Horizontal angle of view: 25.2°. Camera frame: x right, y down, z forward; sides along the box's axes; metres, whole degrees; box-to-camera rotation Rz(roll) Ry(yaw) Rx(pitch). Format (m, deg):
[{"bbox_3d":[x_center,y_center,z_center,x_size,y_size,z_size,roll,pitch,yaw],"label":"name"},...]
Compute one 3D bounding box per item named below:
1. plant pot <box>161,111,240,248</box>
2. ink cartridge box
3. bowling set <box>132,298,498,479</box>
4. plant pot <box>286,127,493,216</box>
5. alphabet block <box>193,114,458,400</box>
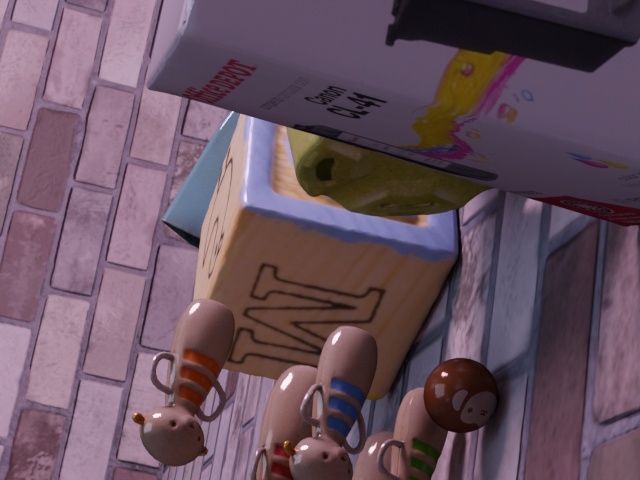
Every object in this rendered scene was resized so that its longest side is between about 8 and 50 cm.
[{"bbox_3d":[-0.030,-0.076,1.531,0.234,0.165,0.166,-64,-10,-5],"label":"plant pot"},{"bbox_3d":[0.078,-0.106,0.730,0.226,0.306,0.131,177,106,-79],"label":"ink cartridge box"},{"bbox_3d":[0.021,0.155,1.036,0.200,0.287,0.154,-18,46,45],"label":"bowling set"},{"bbox_3d":[0.062,-0.165,1.093,0.276,0.276,0.254,125,145,-62],"label":"plant pot"},{"bbox_3d":[0.000,0.000,1.297,0.192,0.193,0.197,-87,15,-49],"label":"alphabet block"}]
